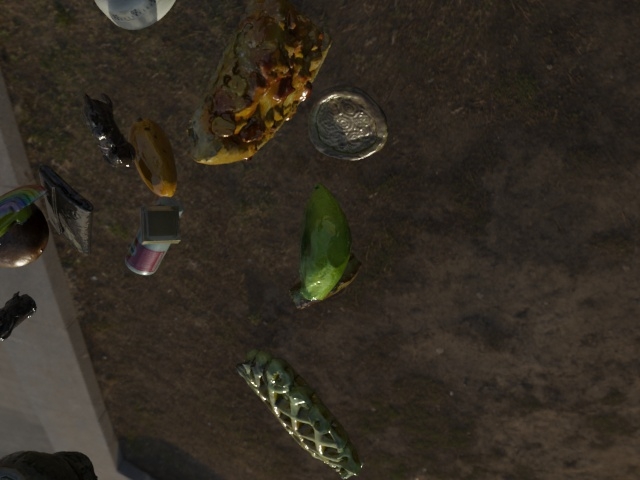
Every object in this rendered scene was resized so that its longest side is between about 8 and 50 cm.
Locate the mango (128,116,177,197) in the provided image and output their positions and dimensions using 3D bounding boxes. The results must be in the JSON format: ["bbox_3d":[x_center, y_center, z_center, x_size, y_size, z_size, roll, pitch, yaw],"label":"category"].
[{"bbox_3d":[-0.458,-0.224,1.332,0.109,0.147,0.228,-21,92,-16],"label":"mango"}]

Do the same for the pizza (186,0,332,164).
[{"bbox_3d":[-0.068,-0.237,0.673,0.086,0.336,0.226,30,146,10],"label":"pizza"}]

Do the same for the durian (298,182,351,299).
[{"bbox_3d":[0.000,0.000,1.014,0.139,0.101,0.251,4,91,55],"label":"durian"}]

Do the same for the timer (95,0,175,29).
[{"bbox_3d":[-0.474,-0.661,1.267,0.233,0.234,0.240,-5,163,18],"label":"timer"}]

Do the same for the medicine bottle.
[{"bbox_3d":[-0.441,-0.013,1.284,0.090,0.090,0.217,31,112,-8],"label":"medicine bottle"}]

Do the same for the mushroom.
[{"bbox_3d":[-0.866,-0.029,1.310,0.231,0.138,0.195,9,90,11],"label":"mushroom"}]

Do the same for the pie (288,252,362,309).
[{"bbox_3d":[0.026,0.149,1.788,0.288,0.354,0.103,-32,90,3],"label":"pie"}]

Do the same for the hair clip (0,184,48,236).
[{"bbox_3d":[-0.358,0.013,0.492,0.060,0.189,0.033,17,159,41],"label":"hair clip"}]

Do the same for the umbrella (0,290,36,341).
[{"bbox_3d":[-0.385,0.111,0.548,0.037,0.144,0.040,-25,112,24],"label":"umbrella"}]

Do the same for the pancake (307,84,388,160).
[{"bbox_3d":[0.077,-0.347,1.447,0.249,0.031,0.250,10,131,12],"label":"pancake"}]

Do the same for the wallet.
[{"bbox_3d":[-0.701,-0.069,1.325,0.170,0.044,0.321,42,146,-3],"label":"wallet"}]

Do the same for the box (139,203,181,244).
[{"bbox_3d":[-0.344,-0.036,1.031,0.079,0.084,0.035,-2,170,-27],"label":"box"}]

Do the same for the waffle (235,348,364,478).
[{"bbox_3d":[-0.035,0.228,0.653,0.208,0.054,0.214,49,158,-9],"label":"waffle"}]

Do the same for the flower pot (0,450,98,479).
[{"bbox_3d":[-0.701,0.648,1.138,0.301,0.302,0.213,-1,157,16],"label":"flower pot"}]

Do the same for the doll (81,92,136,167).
[{"bbox_3d":[-0.362,-0.182,0.815,0.057,0.165,0.139,-24,116,-12],"label":"doll"}]
